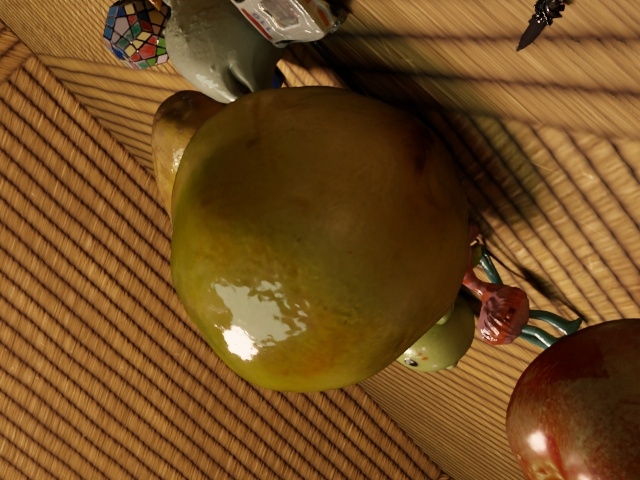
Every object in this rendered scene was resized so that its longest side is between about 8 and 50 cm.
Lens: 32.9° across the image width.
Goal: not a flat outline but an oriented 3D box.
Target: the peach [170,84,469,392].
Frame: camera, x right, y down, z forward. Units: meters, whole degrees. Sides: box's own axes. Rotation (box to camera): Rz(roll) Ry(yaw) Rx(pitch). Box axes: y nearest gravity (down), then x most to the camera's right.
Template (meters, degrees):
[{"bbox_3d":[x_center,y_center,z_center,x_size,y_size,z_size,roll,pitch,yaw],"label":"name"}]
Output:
[{"bbox_3d":[-0.002,0.006,1.117,0.314,0.316,0.281,53,-152,-38],"label":"peach"}]

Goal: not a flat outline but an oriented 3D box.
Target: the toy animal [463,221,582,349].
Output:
[{"bbox_3d":[0.201,0.053,1.251,0.208,0.100,0.103,39,-151,5],"label":"toy animal"}]

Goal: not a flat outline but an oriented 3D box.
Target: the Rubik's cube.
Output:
[{"bbox_3d":[-0.249,-0.290,1.508,0.111,0.111,0.093,27,136,59],"label":"Rubik's cube"}]

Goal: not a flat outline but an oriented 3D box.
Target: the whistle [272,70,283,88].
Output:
[{"bbox_3d":[-0.066,-0.200,1.342,0.033,0.029,0.083,13,151,34],"label":"whistle"}]

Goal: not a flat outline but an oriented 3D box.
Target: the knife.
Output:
[{"bbox_3d":[0.040,-0.160,1.152,0.170,0.010,0.023,46,164,-13],"label":"knife"}]

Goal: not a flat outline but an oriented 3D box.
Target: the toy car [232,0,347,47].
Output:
[{"bbox_3d":[-0.043,-0.229,1.055,0.095,0.056,0.205,44,170,-17],"label":"toy car"}]

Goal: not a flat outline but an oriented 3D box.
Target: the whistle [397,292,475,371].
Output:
[{"bbox_3d":[0.125,0.084,1.500,0.141,0.141,0.294,34,166,44],"label":"whistle"}]

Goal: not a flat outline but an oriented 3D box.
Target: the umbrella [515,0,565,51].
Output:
[{"bbox_3d":[0.150,-0.148,0.737,0.022,0.022,0.149,18,174,6],"label":"umbrella"}]

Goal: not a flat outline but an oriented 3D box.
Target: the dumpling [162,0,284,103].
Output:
[{"bbox_3d":[-0.094,-0.221,1.218,0.153,0.108,0.219,-15,-116,-48],"label":"dumpling"}]

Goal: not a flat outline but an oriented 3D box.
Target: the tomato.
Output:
[{"bbox_3d":[0.308,0.191,0.972,0.270,0.223,0.270,57,166,24],"label":"tomato"}]

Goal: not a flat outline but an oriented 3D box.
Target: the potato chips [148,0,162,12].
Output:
[{"bbox_3d":[-0.282,-0.384,1.439,0.204,0.026,0.037,44,174,-12],"label":"potato chips"}]

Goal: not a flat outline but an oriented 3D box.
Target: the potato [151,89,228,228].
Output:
[{"bbox_3d":[-0.155,-0.114,1.657,0.229,0.229,0.266,35,152,40],"label":"potato"}]
